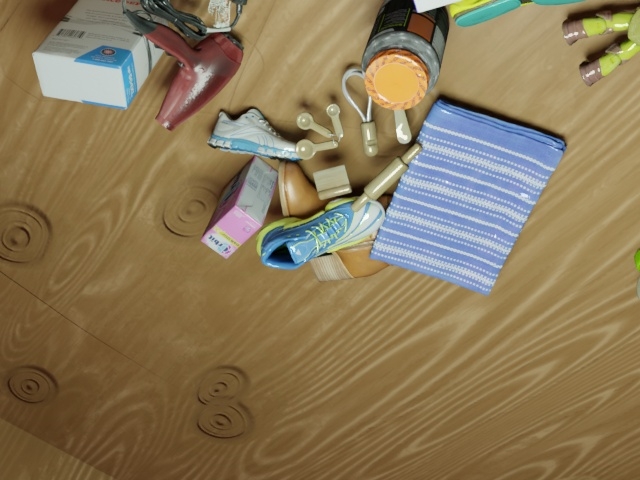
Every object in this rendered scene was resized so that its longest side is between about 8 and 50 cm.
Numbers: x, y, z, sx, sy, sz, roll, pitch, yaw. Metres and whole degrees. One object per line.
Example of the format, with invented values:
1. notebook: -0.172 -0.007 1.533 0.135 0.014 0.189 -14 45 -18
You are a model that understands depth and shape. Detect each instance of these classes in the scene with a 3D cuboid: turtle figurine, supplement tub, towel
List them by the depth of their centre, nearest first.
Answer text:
1. turtle figurine: 0.476 -0.298 1.177 0.217 0.087 0.269 -20 123 31
2. supplement tub: 0.126 -0.284 1.226 0.117 0.190 0.117 9 133 10
3. towel: 0.252 -0.065 1.434 0.243 0.040 0.336 17 121 -5

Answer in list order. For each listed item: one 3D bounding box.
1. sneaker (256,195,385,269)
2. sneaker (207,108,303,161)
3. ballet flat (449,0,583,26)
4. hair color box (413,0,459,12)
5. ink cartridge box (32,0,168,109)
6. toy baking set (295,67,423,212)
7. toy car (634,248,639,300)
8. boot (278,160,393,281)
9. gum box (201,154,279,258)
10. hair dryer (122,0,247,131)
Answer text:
1. sneaker: 0.000 0.000 1.438 0.240 0.126 0.091 -18 113 11
2. sneaker: -0.106 -0.190 1.458 0.190 0.083 0.071 13 177 12
3. ballet flat: 0.293 -0.371 1.176 0.230 0.077 0.077 -7 171 29
4. hair color box: 0.263 -0.446 1.070 0.338 0.110 0.185 -11 131 19
5. ink cartridge box: -0.350 -0.315 1.336 0.148 0.203 0.086 10 135 8
6. toy baking set: 0.069 -0.174 1.377 0.256 0.030 0.197 -39 97 18
7. toy car: 0.668 0.085 1.435 0.188 0.155 0.149 23 135 -17
8. boot: 0.056 -0.050 1.526 0.220 0.109 0.283 -15 115 19
9. gum box: -0.145 -0.067 1.514 0.062 0.188 0.107 38 123 -17
10. hair dryer: -0.225 -0.311 1.321 0.223 0.080 0.294 -13 131 -30
